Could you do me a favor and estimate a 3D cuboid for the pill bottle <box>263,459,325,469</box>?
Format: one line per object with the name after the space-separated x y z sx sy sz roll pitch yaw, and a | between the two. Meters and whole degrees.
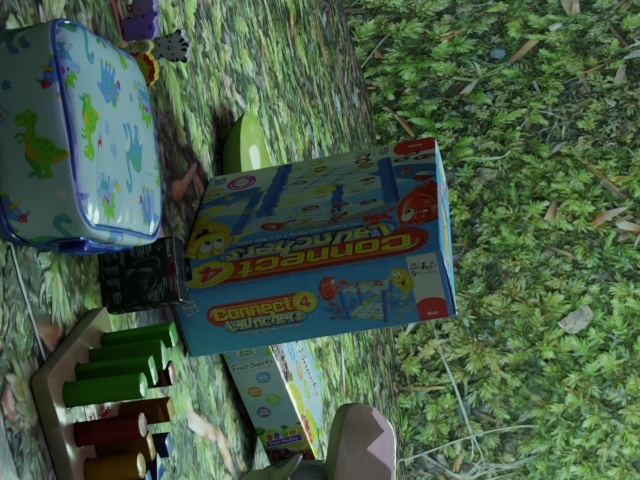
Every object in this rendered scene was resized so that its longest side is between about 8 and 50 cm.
-0.019 0.395 1.486 0.123 0.123 0.219 58 25 -68 | pill bottle

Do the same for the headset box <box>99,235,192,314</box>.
-0.160 0.032 1.087 0.032 0.083 0.062 40 42 -76 | headset box

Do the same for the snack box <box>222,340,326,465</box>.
-0.060 0.167 1.564 0.174 0.070 0.207 -80 153 -63 | snack box

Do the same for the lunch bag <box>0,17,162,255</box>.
-0.198 -0.073 0.938 0.219 0.090 0.176 14 66 -80 | lunch bag

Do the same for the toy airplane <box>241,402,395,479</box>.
-0.002 0.405 1.120 0.386 0.273 0.384 -44 118 -38 | toy airplane

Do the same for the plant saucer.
-0.100 -0.066 1.696 0.241 0.037 0.240 -9 90 -82 | plant saucer

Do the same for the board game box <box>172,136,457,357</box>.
0.000 0.000 1.401 0.302 0.308 0.086 -83 161 -61 | board game box

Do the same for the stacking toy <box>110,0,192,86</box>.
-0.198 -0.280 1.255 0.167 0.052 0.221 -65 144 -74 | stacking toy

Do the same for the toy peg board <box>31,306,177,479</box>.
-0.161 0.153 0.985 0.161 0.079 0.160 -68 148 -71 | toy peg board
